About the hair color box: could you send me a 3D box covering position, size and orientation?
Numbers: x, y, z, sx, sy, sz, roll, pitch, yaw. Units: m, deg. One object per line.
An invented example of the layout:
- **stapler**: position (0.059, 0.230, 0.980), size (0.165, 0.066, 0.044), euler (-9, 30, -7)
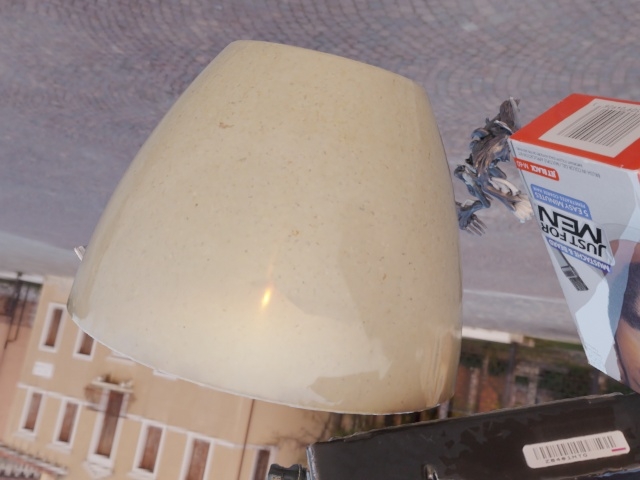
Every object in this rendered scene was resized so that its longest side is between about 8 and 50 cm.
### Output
- **hair color box**: position (0.170, 0.011, 0.385), size (0.167, 0.053, 0.093), euler (60, 168, -26)

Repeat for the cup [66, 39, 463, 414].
- **cup**: position (-0.022, -0.030, 0.615), size (0.331, 0.236, 0.331), euler (13, -174, -1)

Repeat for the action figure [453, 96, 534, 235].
- **action figure**: position (0.291, -0.116, 1.162), size (0.141, 0.164, 0.275), euler (24, 158, 4)

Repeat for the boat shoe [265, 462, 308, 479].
- **boat shoe**: position (-0.114, 0.538, 1.452), size (0.113, 0.127, 0.340), euler (19, 139, -13)

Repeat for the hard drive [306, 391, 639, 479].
- **hard drive**: position (0.111, 0.243, 0.578), size (0.237, 0.064, 0.338), euler (-8, 137, -5)

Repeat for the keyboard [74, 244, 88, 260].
- **keyboard**: position (-0.341, 0.037, 1.141), size (0.014, 0.072, 0.256), euler (-25, -175, -6)
